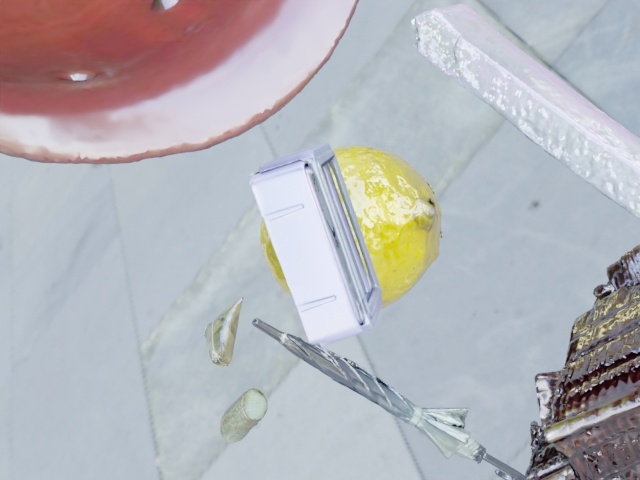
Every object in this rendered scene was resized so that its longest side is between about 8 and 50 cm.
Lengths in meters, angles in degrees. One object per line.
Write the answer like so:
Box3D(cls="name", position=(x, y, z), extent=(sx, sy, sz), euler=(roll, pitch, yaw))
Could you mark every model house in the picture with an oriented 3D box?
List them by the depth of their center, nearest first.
Box3D(cls="model house", position=(0.316, 0.169, 1.197), extent=(0.317, 0.282, 0.297), euler=(-31, 73, 30))

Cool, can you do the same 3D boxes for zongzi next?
Box3D(cls="zongzi", position=(-0.130, 0.134, 1.602), extent=(0.083, 0.040, 0.076), euler=(-44, 39, 16))

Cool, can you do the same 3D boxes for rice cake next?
Box3D(cls="rice cake", position=(0.234, -0.129, 1.116), extent=(0.365, 0.072, 0.056), euler=(43, 132, 23))

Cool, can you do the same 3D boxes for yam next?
Box3D(cls="yam", position=(-0.101, 0.229, 1.442), extent=(0.094, 0.043, 0.043), euler=(-48, 27, 48))

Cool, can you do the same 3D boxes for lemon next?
Box3D(cls="lemon", position=(0.047, -0.018, 1.627), extent=(0.310, 0.253, 0.254), euler=(-21, 46, 47))

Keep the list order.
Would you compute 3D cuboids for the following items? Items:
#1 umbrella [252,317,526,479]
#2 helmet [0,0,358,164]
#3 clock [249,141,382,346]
Box3D(cls="umbrella", position=(0.064, 0.125, 0.863), extent=(0.044, 0.269, 0.044), euler=(-19, 41, 63))
Box3D(cls="helmet", position=(-0.165, -0.231, 0.534), extent=(0.337, 0.385, 0.230), euler=(-47, 29, -12))
Box3D(cls="clock", position=(-0.001, 0.000, 1.157), extent=(0.073, 0.193, 0.144), euler=(-18, 7, 10))
